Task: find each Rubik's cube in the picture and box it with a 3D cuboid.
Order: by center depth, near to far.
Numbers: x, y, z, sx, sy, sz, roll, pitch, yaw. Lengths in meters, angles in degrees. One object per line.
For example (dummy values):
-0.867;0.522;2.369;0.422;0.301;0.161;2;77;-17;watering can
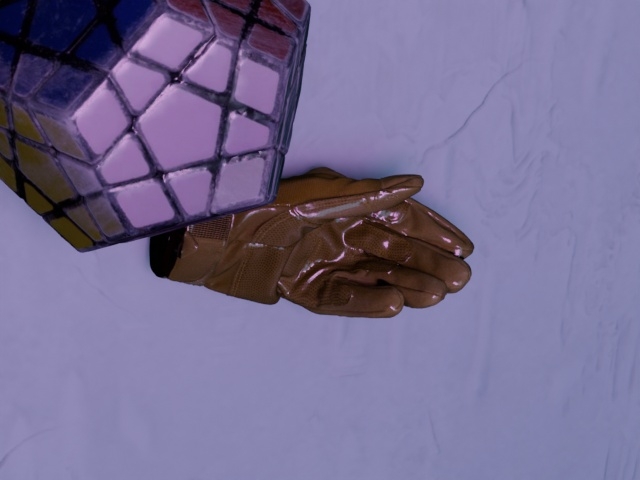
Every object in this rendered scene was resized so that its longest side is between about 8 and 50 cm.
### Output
-0.155;-0.139;1.262;0.319;0.319;0.264;-47;147;3;Rubik's cube

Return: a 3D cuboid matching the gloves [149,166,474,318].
-0.006;0.000;1.455;0.331;0.141;0.154;5;85;-12;gloves
